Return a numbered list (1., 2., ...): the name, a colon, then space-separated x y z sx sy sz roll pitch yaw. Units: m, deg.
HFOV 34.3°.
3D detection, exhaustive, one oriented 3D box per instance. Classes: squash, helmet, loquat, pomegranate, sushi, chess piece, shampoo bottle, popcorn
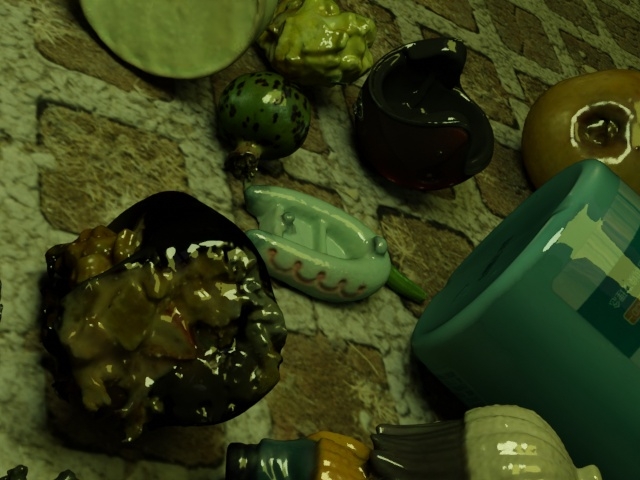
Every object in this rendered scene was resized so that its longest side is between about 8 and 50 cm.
1. squash: 0.104 0.054 1.346 0.089 0.027 0.027 38 36 -17
2. helmet: 0.147 -0.168 1.460 0.216 0.193 0.189 24 47 -27
3. loquat: 0.466 -0.152 1.727 0.275 0.275 0.275 26 40 -25
4. pomegranate: -0.077 -0.138 1.291 0.122 0.122 0.161 28 68 -22
5. sushi: -0.155 0.065 0.944 0.200 0.204 0.213 -11 94 -21
6. chess piece: -0.128 -0.391 1.401 0.234 0.234 0.442 40 31 -7
7. shampoo bottle: 0.333 0.127 1.247 0.343 0.331 0.331 43 36 -1
8. popcorn: 0.002 -0.276 1.454 0.173 0.173 0.142 27 79 -24

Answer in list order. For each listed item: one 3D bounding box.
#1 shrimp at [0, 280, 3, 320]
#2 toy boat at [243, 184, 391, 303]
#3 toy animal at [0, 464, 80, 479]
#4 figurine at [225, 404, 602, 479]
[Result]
1. shrimp: -0.326 0.034 0.900 0.090 0.079 0.233 -19 61 -11
2. toy boat: 0.000 0.000 1.254 0.208 0.079 0.134 26 38 -23
3. toy animal: -0.243 0.216 0.828 0.136 0.047 0.065 -4 63 -48
4. figurine: 0.081 0.235 0.929 0.332 0.204 0.185 12 48 -13
